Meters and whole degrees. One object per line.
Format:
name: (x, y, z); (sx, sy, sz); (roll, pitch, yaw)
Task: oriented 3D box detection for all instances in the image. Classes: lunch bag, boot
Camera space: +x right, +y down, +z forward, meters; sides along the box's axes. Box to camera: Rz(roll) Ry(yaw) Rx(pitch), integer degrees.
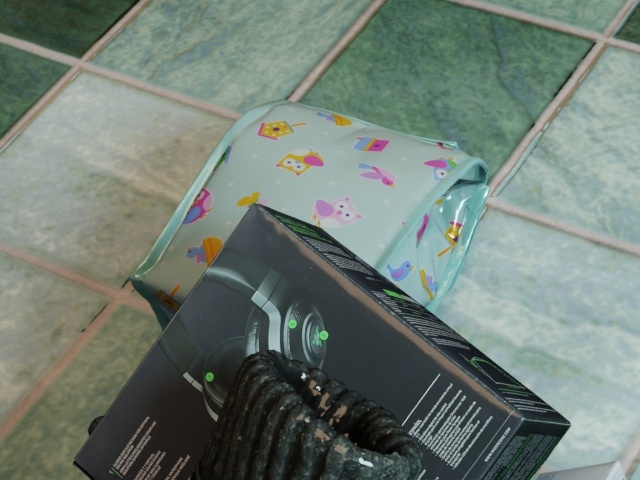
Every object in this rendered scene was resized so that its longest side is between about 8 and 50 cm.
lunch bag: (0.000, 0.000, 1.475); (0.223, 0.160, 0.262); (18, 59, 27)
boot: (0.004, 0.248, 1.051); (0.348, 0.131, 0.260); (38, 98, 38)

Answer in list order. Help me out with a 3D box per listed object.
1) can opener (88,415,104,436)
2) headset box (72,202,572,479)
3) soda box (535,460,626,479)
can opener: (-0.133, 0.207, 1.373); (0.073, 0.059, 0.186); (-34, 49, -10)
headset box: (-0.008, 0.145, 1.245); (0.283, 0.131, 0.246); (37, 97, 23)
soda box: (0.165, 0.237, 1.198); (0.069, 0.074, 0.216); (-15, 11, 30)
